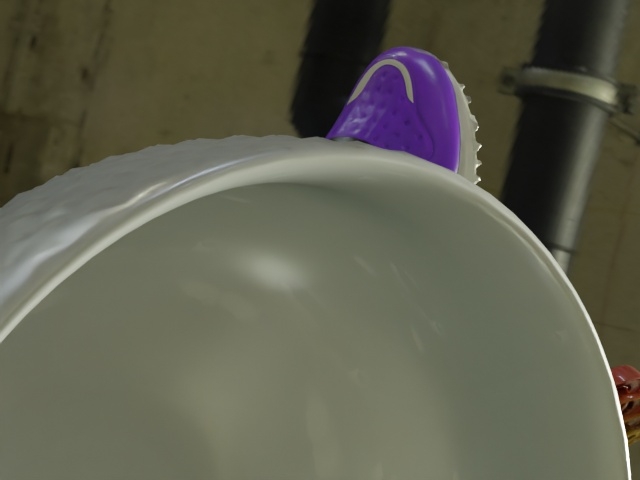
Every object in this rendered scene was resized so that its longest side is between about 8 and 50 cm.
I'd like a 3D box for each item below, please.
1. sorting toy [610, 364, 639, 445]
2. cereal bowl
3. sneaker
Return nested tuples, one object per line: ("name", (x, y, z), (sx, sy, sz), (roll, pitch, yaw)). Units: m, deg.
("sorting toy", (0.149, 0.111, 0.936), (0.042, 0.061, 0.102), (64, -33, 24))
("cereal bowl", (-0.052, 0.127, 0.567), (0.141, 0.339, 0.339), (11, -90, 47))
("sneaker", (0.000, 0.000, 1.055), (0.102, 0.146, 0.293), (7, -104, 48))
